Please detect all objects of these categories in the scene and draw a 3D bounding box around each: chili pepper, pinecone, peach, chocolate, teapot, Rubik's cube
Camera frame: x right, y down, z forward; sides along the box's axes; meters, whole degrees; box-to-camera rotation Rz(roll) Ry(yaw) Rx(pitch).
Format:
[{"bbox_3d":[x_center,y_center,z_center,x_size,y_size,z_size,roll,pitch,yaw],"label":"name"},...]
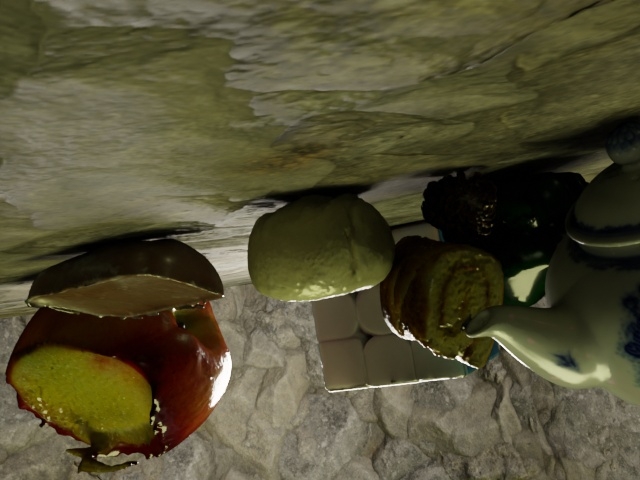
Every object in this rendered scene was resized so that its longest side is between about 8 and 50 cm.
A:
[{"bbox_3d":[0.232,0.004,0.935,0.174,0.165,0.261,-28,-178,-23],"label":"chili pepper"},{"bbox_3d":[0.151,-0.039,0.816,0.077,0.077,0.083,-6,-168,-32],"label":"pinecone"},{"bbox_3d":[-0.336,0.205,1.327,0.406,0.335,0.310,-30,-164,39],"label":"peach"},{"bbox_3d":[-0.257,0.045,1.003,0.261,0.083,0.161,-13,157,33],"label":"chocolate"},{"bbox_3d":[0.329,0.014,0.698,0.424,0.280,0.252,-31,-162,-6],"label":"teapot"},{"bbox_3d":[0.169,0.125,1.501,0.291,0.290,0.292,-11,176,25],"label":"Rubik's cube"}]

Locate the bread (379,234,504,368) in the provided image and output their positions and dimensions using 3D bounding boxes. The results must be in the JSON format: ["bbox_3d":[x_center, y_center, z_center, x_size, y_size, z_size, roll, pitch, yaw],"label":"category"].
[{"bbox_3d":[0.128,0.063,0.837,0.103,0.132,0.172,7,-178,-10],"label":"bread"}]

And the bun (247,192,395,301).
[{"bbox_3d":[0.000,0.000,0.841,0.188,0.111,0.164,-15,-167,-42],"label":"bun"}]
